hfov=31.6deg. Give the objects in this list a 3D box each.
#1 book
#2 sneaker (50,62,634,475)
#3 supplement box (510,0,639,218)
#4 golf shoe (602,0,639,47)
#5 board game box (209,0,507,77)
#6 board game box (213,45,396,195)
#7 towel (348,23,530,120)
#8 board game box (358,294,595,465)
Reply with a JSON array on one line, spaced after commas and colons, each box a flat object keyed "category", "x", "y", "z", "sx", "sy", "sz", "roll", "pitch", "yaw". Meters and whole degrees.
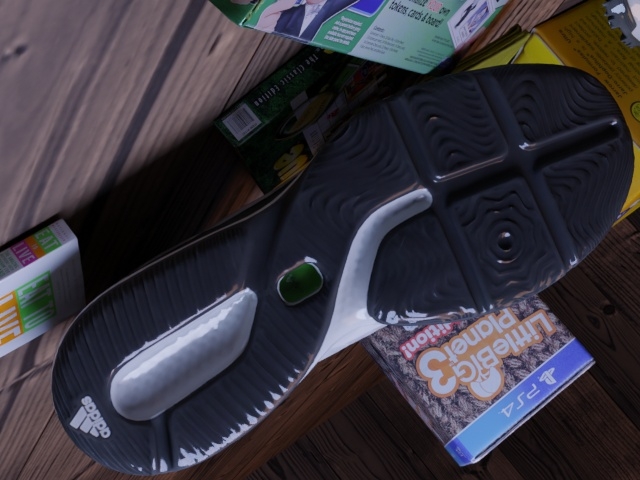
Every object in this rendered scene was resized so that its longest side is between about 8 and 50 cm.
[{"category": "book", "x": -0.221, "y": 0.048, "z": 0.722, "sx": 0.144, "sy": 0.035, "sz": 0.096, "roll": -33, "pitch": 162, "yaw": -24}, {"category": "sneaker", "x": -0.001, "y": -0.001, "z": 0.857, "sx": 0.447, "sy": 0.169, "sz": 0.257, "roll": -27, "pitch": -170, "yaw": -12}, {"category": "supplement box", "x": 0.360, "y": -0.164, "z": 1.281, "sx": 0.356, "sy": 0.195, "sz": 0.194, "roll": -30, "pitch": 165, "yaw": -34}, {"category": "golf shoe", "x": 0.366, "y": -0.246, "z": 1.087, "sx": 0.273, "sy": 0.105, "sz": 0.120, "roll": -7, "pitch": 173, "yaw": -44}, {"category": "board game box", "x": 0.074, "y": -0.195, "z": 0.619, "sx": 0.213, "sy": 0.046, "sz": 0.317, "roll": -52, "pitch": 164, "yaw": 17}, {"category": "board game box", "x": 0.000, "y": -0.088, "z": 0.886, "sx": 0.136, "sy": 0.030, "sz": 0.259, "roll": -37, "pitch": 168, "yaw": -1}, {"category": "towel", "x": 0.085, "y": -0.114, "z": 0.950, "sx": 0.237, "sy": 0.021, "sz": 0.102, "roll": -33, "pitch": 170, "yaw": -42}, {"category": "board game box", "x": 0.103, "y": 0.063, "z": 1.107, "sx": 0.141, "sy": 0.291, "sz": 0.232, "roll": -39, "pitch": 167, "yaw": -4}]
